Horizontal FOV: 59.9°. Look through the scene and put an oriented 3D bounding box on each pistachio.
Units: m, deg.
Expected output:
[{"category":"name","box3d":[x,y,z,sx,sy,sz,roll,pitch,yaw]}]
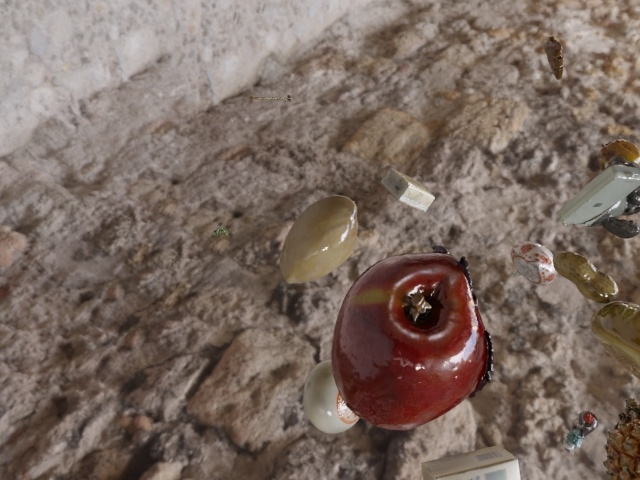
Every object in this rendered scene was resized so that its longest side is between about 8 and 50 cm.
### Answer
[{"category":"pistachio","box3d":[0.000,0.000,1.573,0.293,0.181,0.162,-48,-175,18]}]

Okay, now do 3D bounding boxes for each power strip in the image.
[{"category":"power strip","box3d":[0.582,-0.090,1.158,0.192,0.081,0.035,118,-30,-55]}]

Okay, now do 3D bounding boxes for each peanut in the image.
[{"category":"peanut","box3d":[0.715,0.097,1.508,0.089,0.193,0.089,-46,173,-7]}]

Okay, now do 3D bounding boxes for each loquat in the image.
[{"category":"loquat","box3d":[0.961,-0.262,1.788,0.137,0.137,0.113,-60,161,-20]}]

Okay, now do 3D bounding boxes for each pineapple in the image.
[{"category":"pineapple","box3d":[1.033,0.685,1.879,0.344,0.209,0.286,114,-30,-56]}]

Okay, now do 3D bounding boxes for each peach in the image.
[{"category":"peach","box3d":[0.110,0.179,0.915,0.201,0.258,0.362,-12,154,-25]}]

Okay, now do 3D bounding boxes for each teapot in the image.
[{"category":"teapot","box3d":[0.678,0.076,1.777,0.116,0.159,0.245,-49,165,-13]}]

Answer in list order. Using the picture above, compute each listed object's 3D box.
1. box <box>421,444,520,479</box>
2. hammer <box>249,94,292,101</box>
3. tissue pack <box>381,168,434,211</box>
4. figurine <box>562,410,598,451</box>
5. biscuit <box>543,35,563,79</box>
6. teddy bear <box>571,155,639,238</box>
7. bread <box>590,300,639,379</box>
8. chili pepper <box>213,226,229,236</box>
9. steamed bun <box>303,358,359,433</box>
[{"category":"box","box3d":[0.359,0.599,1.311,0.095,0.212,0.168,-170,-108,-78]},{"category":"hammer","box3d":[-0.136,-0.392,1.532,0.123,0.029,0.014,-7,139,-23]},{"category":"tissue pack","box3d":[0.373,-0.213,2.356,0.196,0.148,0.092,18,115,-44]},{"category":"figurine","box3d":[0.603,0.444,1.293,0.060,0.047,0.106,13,110,-49]},{"category":"biscuit","box3d":[0.684,-0.533,1.626,0.119,0.019,0.130,-80,150,-71]},{"category":"teddy bear","box3d":[0.737,-0.100,1.375,0.251,0.171,0.144,-33,155,-34]},{"category":"bread","box3d":[0.875,0.278,1.482,0.160,0.333,0.333,-47,161,2]},{"category":"chili pepper","box3d":[-0.282,-0.026,1.578,0.022,0.027,0.083,-43,170,15]},{"category":"steamed bun","box3d":[0.061,0.490,1.752,0.232,0.145,0.232,13,73,-49]}]
